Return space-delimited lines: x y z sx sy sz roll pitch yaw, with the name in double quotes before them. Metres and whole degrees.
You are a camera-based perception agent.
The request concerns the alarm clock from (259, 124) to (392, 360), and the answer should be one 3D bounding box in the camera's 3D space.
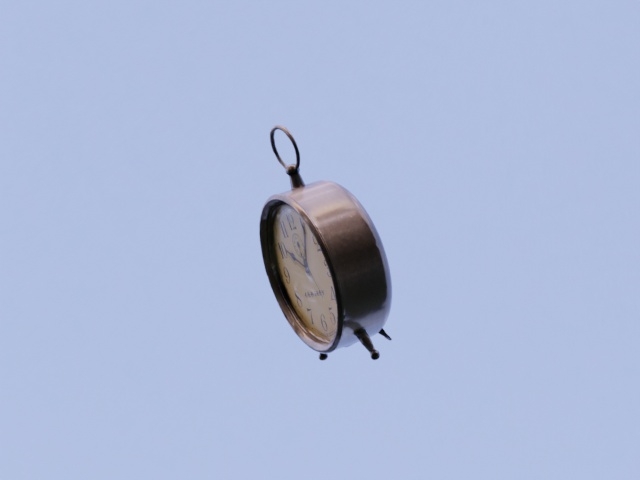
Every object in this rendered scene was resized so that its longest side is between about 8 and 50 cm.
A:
"alarm clock" 0.000 0.000 1.430 0.064 0.129 0.192 -23 -84 -23
